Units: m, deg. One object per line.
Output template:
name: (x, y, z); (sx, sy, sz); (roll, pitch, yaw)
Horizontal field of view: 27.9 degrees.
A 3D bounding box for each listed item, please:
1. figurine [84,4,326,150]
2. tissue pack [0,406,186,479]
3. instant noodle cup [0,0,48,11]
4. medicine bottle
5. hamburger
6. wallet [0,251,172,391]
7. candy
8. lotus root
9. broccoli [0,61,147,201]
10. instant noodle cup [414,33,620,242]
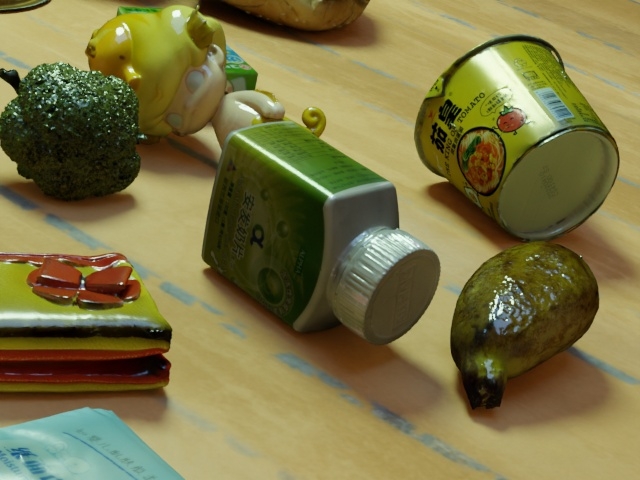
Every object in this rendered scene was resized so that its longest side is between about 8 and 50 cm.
figurine: (-0.120, -0.148, 1.277); (0.246, 0.156, 0.131); (36, 26, 4)
tissue pack: (-0.109, 0.192, 0.651); (0.177, 0.089, 0.263); (-10, 35, -44)
instant noodle cup: (-0.464, -0.374, 1.612); (0.274, 0.090, 0.274); (11, 26, -5)
medicine bottle: (0.000, 0.000, 1.041); (0.088, 0.132, 0.188); (-14, 38, -44)
hamburger: (-0.047, -0.378, 1.776); (0.286, 0.146, 0.243); (-4, 37, -46)
wallet: (-0.234, 0.047, 0.907); (0.241, 0.067, 0.141); (1, 27, -24)
candy: (-0.156, -0.201, 1.452); (0.097, 0.062, 0.194); (-2, 31, -32)
lotus root: (0.157, 0.065, 1.043); (0.108, 0.094, 0.191); (-11, 15, 36)
broccoli: (-0.225, -0.099, 1.164); (0.131, 0.130, 0.120); (-12, -4, -17)
instant noodle cup: (0.207, -0.095, 1.308); (0.182, 0.182, 0.144); (-2, 39, -29)
